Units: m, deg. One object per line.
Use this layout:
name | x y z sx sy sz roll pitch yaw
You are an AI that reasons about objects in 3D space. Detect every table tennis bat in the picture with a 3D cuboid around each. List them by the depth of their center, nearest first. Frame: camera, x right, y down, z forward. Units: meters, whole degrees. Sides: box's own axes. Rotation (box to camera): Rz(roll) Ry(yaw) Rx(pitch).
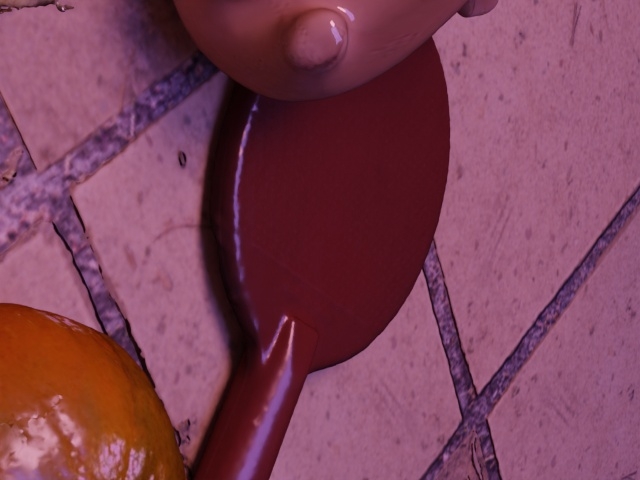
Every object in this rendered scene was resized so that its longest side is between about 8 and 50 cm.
table tennis bat | 0.000 0.000 0.966 0.268 0.051 0.414 37 68 -49

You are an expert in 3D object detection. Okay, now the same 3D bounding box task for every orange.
orange | -0.169 0.151 0.681 0.240 0.171 0.240 -19 114 -50

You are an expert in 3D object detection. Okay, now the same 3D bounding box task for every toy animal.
toy animal | 0.055 -0.222 0.829 0.326 0.269 0.237 -31 107 6

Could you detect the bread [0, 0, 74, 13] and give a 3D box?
bread | -0.192 -0.195 0.658 0.152 0.127 0.147 -2 104 -18
